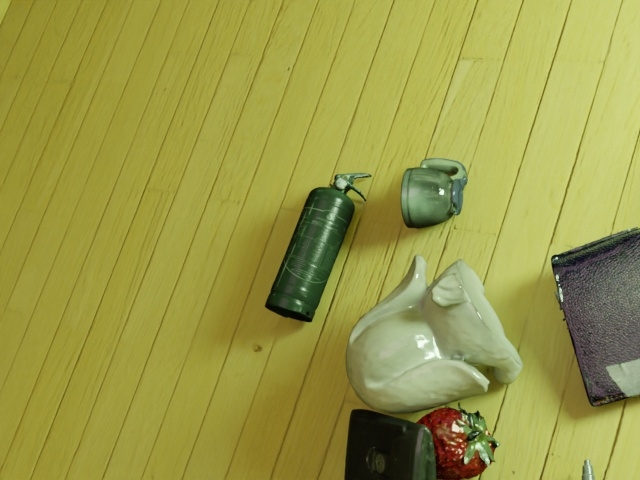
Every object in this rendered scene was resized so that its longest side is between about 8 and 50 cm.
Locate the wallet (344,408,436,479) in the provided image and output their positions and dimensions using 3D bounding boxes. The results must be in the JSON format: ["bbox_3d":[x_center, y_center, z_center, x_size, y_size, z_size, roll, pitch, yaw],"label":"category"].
[{"bbox_3d":[0.101,0.364,1.779,0.245,0.052,0.168,-2,87,62],"label":"wallet"}]

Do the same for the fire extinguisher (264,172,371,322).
[{"bbox_3d":[0.000,0.000,2.097,0.115,0.095,0.311,21,79,-5],"label":"fire extinguisher"}]

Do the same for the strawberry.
[{"bbox_3d":[0.200,0.330,1.764,0.148,0.131,0.131,-36,52,15],"label":"strawberry"}]

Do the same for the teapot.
[{"bbox_3d":[0.209,-0.082,2.000,0.108,0.149,0.111,1,106,20],"label":"teapot"}]

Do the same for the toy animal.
[{"bbox_3d":[0.160,0.171,1.825,0.265,0.206,0.271,-31,56,15],"label":"toy animal"}]

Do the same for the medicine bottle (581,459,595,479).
[{"bbox_3d":[0.399,0.421,1.628,0.058,0.058,0.199,-13,60,30],"label":"medicine bottle"}]

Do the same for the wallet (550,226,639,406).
[{"bbox_3d":[0.491,0.109,1.718,0.221,0.071,0.262,-20,64,23],"label":"wallet"}]
